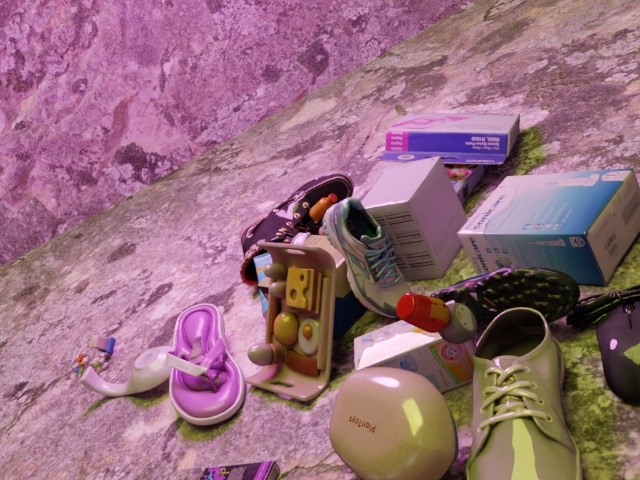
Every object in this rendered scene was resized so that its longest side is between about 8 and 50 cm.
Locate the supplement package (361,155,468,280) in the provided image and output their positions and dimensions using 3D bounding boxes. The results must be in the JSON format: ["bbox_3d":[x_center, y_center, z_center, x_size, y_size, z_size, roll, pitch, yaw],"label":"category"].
[{"bbox_3d":[0.214,-0.047,1.752,0.149,0.203,0.194,-8,30,39],"label":"supplement package"}]

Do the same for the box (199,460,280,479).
[{"bbox_3d":[-0.162,0.450,1.374,0.162,0.029,0.116,-14,26,29],"label":"box"}]

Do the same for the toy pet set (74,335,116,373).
[{"bbox_3d":[-0.616,0.322,2.145,0.122,0.065,0.114,-6,66,47],"label":"toy pet set"}]

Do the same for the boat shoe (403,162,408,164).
[{"bbox_3d":[0.247,-0.182,2.156,0.178,0.064,0.060,-34,42,-26],"label":"boat shoe"}]

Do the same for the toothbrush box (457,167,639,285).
[{"bbox_3d":[0.459,-0.029,1.535,0.295,0.126,0.216,1,38,48],"label":"toothbrush box"}]

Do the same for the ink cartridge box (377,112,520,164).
[{"bbox_3d":[0.348,-0.279,2.051,0.323,0.072,0.330,4,21,20],"label":"ink cartridge box"}]

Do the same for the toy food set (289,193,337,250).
[{"bbox_3d":[0.000,0.000,1.957,0.104,0.111,0.232,-42,17,54],"label":"toy food set"}]

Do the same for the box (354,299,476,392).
[{"bbox_3d":[0.174,0.209,1.382,0.203,0.114,0.103,-22,24,11],"label":"box"}]

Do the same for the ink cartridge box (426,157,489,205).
[{"bbox_3d":[0.315,-0.166,2.014,0.185,0.065,0.311,10,40,33],"label":"ink cartridge box"}]

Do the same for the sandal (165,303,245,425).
[{"bbox_3d":[-0.282,0.260,1.747,0.169,0.102,0.416,-25,31,-4],"label":"sandal"}]

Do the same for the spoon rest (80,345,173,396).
[{"bbox_3d":[-0.454,0.328,1.894,0.276,0.084,0.137,-15,30,23],"label":"spoon rest"}]

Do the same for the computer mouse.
[{"bbox_3d":[0.486,0.144,1.217,0.188,0.072,0.272,-20,25,18],"label":"computer mouse"}]

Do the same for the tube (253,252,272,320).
[{"bbox_3d":[-0.124,0.106,1.924,0.080,0.052,0.207,-16,45,7],"label":"tube"}]

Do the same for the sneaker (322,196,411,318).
[{"bbox_3d":[0.105,0.035,1.618,0.110,0.283,0.122,-30,-9,-26],"label":"sneaker"}]

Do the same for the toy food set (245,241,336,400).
[{"bbox_3d":[-0.076,0.159,1.599,0.092,0.306,0.219,4,-1,-38],"label":"toy food set"}]

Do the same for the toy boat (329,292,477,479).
[{"bbox_3d":[0.150,0.243,1.232,0.267,0.148,0.319,16,86,57],"label":"toy boat"}]

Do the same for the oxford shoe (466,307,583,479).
[{"bbox_3d":[0.288,0.258,1.139,0.169,0.130,0.449,-15,28,25],"label":"oxford shoe"}]

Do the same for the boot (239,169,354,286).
[{"bbox_3d":[-0.070,-0.031,2.122,0.377,0.138,0.284,-28,22,12],"label":"boot"}]

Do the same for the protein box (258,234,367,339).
[{"bbox_3d":[0.008,0.102,1.763,0.200,0.136,0.201,-43,27,-29],"label":"protein box"}]

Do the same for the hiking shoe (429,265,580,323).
[{"bbox_3d":[0.341,0.091,1.410,0.304,0.113,0.132,-11,10,46],"label":"hiking shoe"}]
